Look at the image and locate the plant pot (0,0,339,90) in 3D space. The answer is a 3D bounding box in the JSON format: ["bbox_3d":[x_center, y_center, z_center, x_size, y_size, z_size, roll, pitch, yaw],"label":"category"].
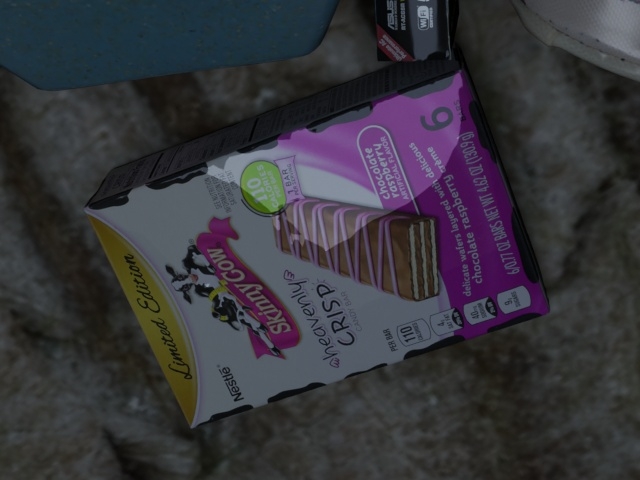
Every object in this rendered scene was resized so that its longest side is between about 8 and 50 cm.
[{"bbox_3d":[-0.087,-0.215,0.547,0.247,0.247,0.252,-7,127,7],"label":"plant pot"}]

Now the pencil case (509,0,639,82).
[{"bbox_3d":[0.219,-0.274,0.542,0.159,0.183,0.411,31,113,27],"label":"pencil case"}]

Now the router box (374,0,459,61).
[{"bbox_3d":[0.051,-0.151,0.618,0.038,0.122,0.092,0,111,9],"label":"router box"}]

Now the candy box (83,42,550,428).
[{"bbox_3d":[0.000,0.000,0.708,0.233,0.071,0.159,-19,109,12],"label":"candy box"}]
